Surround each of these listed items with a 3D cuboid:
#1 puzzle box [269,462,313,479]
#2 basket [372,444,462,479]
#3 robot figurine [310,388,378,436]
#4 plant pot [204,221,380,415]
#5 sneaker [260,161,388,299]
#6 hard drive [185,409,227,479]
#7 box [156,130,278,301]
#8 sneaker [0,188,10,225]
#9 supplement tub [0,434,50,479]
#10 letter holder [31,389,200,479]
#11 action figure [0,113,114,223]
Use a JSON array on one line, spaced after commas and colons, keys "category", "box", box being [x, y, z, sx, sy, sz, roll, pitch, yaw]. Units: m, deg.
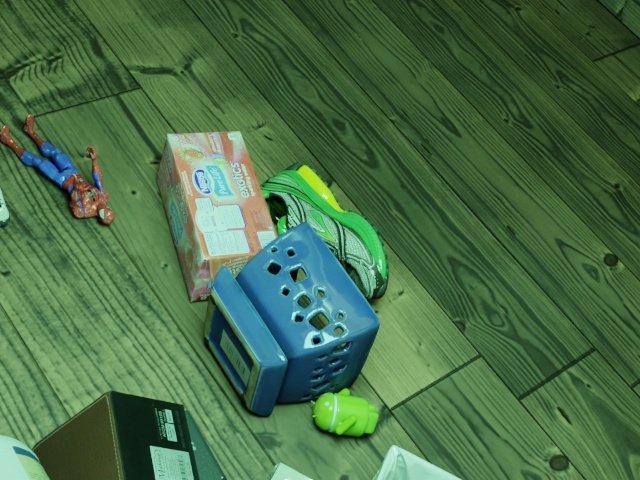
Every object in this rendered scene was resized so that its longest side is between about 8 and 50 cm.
[{"category": "puzzle box", "box": [0.050, 0.542, 1.358, 0.409, 0.052, 0.272, 30, 70, 3]}, {"category": "basket", "box": [0.155, 0.433, 1.516, 0.167, 0.103, 0.113, 28, 48, 1]}, {"category": "robot figurine", "box": [0.039, 0.299, 1.603, 0.115, 0.067, 0.101, 12, 22, -12]}, {"category": "plant pot", "box": [-0.065, 0.148, 1.583, 0.212, 0.236, 0.236, -23, 63, -27]}, {"category": "sneaker", "box": [0.000, 0.000, 1.808, 0.146, 0.134, 0.343, -30, 59, -30]}, {"category": "hard drive", "box": [-0.223, 0.347, 1.490, 0.094, 0.022, 0.135, -19, 61, -33]}, {"category": "box", "box": [-0.197, -0.049, 1.742, 0.154, 0.142, 0.300, -5, 55, -25]}, {"category": "sneaker", "box": [-0.589, -0.073, 1.674, 0.040, 0.044, 0.109, -17, 63, -34]}, {"category": "supplement tub", "box": [-0.409, 0.427, 1.174, 0.228, 0.228, 0.316, -18, 46, -32]}, {"category": "letter holder", "box": [-0.293, 0.408, 1.348, 0.152, 0.214, 0.302, 24, 39, -47]}, {"category": "action figure", "box": [-0.473, -0.146, 1.722, 0.280, 0.139, 0.091, 44, 51, 12]}]
